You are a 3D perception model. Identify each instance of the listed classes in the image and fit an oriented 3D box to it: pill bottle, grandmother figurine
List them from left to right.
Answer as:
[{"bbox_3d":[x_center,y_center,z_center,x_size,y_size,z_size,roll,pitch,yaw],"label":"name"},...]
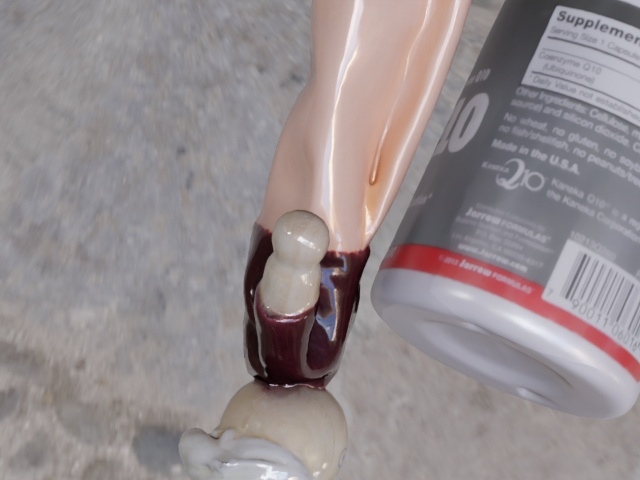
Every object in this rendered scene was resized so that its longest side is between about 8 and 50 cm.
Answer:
[{"bbox_3d":[0.000,0.000,1.009,0.104,0.208,0.342,14,100,12],"label":"grandmother figurine"},{"bbox_3d":[0.155,-0.057,1.106,0.161,0.161,0.283,28,77,-9],"label":"pill bottle"}]
